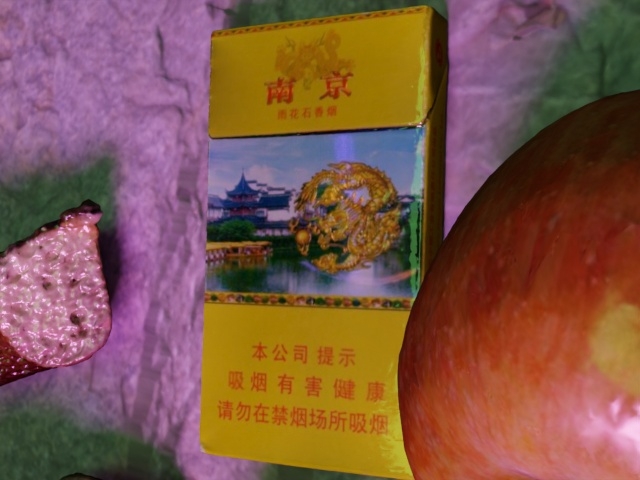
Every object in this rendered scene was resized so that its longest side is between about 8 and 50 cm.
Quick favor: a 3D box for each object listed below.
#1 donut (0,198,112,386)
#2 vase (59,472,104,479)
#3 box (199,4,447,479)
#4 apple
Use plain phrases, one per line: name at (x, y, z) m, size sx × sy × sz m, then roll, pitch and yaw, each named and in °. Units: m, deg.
donut at (-0.256, 0.056, 0.810) m, size 0.187 × 0.144 × 0.126 m, roll -16°, pitch 85°, yaw -5°
vase at (-0.229, 0.382, 0.701) m, size 0.241 × 0.302 × 0.329 m, roll 9°, pitch 111°, yaw 23°
box at (0.000, 0.000, 0.712) m, size 0.187 × 0.047 × 0.334 m, roll 0°, pitch 86°, yaw 28°
apple at (0.169, 0.076, 0.488) m, size 0.278 × 0.250 × 0.309 m, roll 8°, pitch 108°, yaw 27°
